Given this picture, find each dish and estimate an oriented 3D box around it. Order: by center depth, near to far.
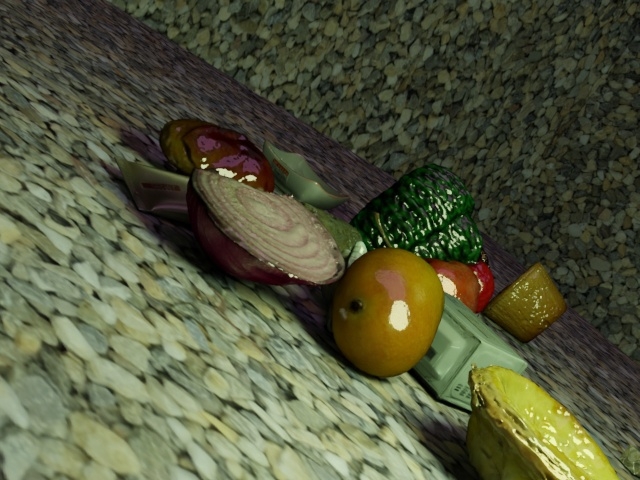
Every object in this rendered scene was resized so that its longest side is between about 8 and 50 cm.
[{"bbox_3d":[-0.050,-0.141,2.392,0.212,0.077,0.151,43,15,35],"label":"dish"}]

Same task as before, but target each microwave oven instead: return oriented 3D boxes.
[{"bbox_3d":[0.210,0.175,1.680,0.162,0.122,0.208,26,14,-41],"label":"microwave oven"}]

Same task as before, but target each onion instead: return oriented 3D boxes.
[{"bbox_3d":[-0.093,0.013,1.489,0.250,0.111,0.247,18,27,-40],"label":"onion"}]

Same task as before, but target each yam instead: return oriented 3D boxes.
[{"bbox_3d":[0.000,0.000,1.846,0.107,0.107,0.194,42,12,34],"label":"yam"}]

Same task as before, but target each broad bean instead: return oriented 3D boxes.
[{"bbox_3d":[-0.189,-0.135,1.815,0.228,0.122,0.156,24,40,-25],"label":"broad bean"}]

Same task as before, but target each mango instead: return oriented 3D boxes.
[{"bbox_3d":[0.104,0.096,1.518,0.254,0.139,0.175,-49,124,-58],"label":"mango"}]

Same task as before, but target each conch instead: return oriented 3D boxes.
[{"bbox_3d":[0.064,0.069,1.654,0.114,0.137,0.234,16,8,-11],"label":"conch"}]

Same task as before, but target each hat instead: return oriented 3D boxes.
[{"bbox_3d":[0.244,0.021,2.177,0.332,0.274,0.242,53,11,8],"label":"hat"}]

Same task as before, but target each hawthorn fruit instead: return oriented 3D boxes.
[{"bbox_3d":[0.183,0.067,1.922,0.285,0.165,0.165,43,6,-27],"label":"hawthorn fruit"}]

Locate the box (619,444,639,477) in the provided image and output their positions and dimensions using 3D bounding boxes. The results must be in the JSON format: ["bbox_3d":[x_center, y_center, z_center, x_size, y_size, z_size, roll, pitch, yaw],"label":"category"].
[{"bbox_3d":[0.659,0.459,2.047,0.098,0.045,0.062,28,12,-31],"label":"box"}]

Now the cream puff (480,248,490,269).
[{"bbox_3d":[0.295,0.049,2.389,0.239,0.165,0.239,36,11,-9],"label":"cream puff"}]

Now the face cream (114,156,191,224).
[{"bbox_3d":[-0.171,-0.051,1.641,0.341,0.084,0.137,17,30,-40],"label":"face cream"}]

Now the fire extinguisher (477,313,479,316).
[{"bbox_3d":[0.205,0.145,1.840,0.252,0.106,0.075,33,5,-10],"label":"fire extinguisher"}]

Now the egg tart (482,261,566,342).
[{"bbox_3d":[0.527,0.169,2.584,0.147,0.202,0.202,51,13,9],"label":"egg tart"}]

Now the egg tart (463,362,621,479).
[{"bbox_3d":[0.297,0.301,1.373,0.315,0.120,0.315,39,14,-12],"label":"egg tart"}]
